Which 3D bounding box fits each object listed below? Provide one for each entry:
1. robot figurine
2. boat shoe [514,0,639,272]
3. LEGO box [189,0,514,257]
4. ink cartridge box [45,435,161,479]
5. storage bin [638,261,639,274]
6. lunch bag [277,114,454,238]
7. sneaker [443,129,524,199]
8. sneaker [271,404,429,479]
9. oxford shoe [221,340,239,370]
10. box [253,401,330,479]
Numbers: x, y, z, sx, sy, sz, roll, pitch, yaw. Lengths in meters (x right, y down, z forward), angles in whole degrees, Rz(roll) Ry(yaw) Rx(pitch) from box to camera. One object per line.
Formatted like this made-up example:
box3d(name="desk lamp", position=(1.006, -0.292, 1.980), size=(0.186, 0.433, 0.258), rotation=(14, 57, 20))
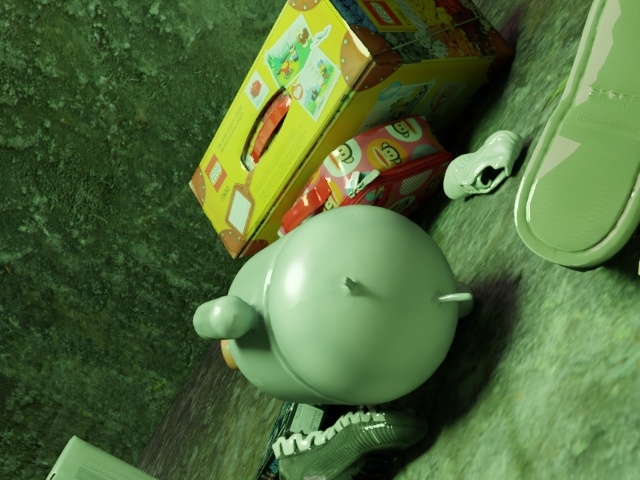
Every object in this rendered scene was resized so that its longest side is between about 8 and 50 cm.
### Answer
box3d(name="robot figurine", position=(0.016, 0.078, 0.778), size=(0.353, 0.300, 0.199), rotation=(150, 113, -66))
box3d(name="boat shoe", position=(0.272, -0.126, 0.551), size=(0.113, 0.127, 0.339), rotation=(21, -86, -55))
box3d(name="LEGO box", position=(0.040, -0.214, 1.277), size=(0.373, 0.193, 0.500), rotation=(-15, -25, -42))
box3d(name="ink cartridge box", position=(-0.256, 0.425, 0.986), size=(0.130, 0.310, 0.272), rotation=(-61, 8, -8))
box3d(name="storage bin", position=(0.290, -0.097, 0.296), size=(0.262, 0.123, 0.260), rotation=(-47, 15, 56))
box3d(name="lunch bag", position=(0.054, -0.066, 1.160), size=(0.258, 0.120, 0.293), rotation=(-22, -19, -33))
box3d(name="sneaker", position=(0.208, -0.088, 0.951), size=(0.152, 0.054, 0.061), rotation=(-44, 20, 58))
box3d(name="sneaker", position=(0.032, 0.247, 0.768), size=(0.234, 0.078, 0.106), rotation=(-31, 50, 42))
box3d(name="oxford shoe", position=(-0.114, 0.193, 1.730), size=(0.133, 0.129, 0.363), rotation=(-20, 17, 20))
box3d(name="box", position=(-0.032, 0.256, 1.026), size=(0.220, 0.051, 0.175), rotation=(114, 178, -47))
